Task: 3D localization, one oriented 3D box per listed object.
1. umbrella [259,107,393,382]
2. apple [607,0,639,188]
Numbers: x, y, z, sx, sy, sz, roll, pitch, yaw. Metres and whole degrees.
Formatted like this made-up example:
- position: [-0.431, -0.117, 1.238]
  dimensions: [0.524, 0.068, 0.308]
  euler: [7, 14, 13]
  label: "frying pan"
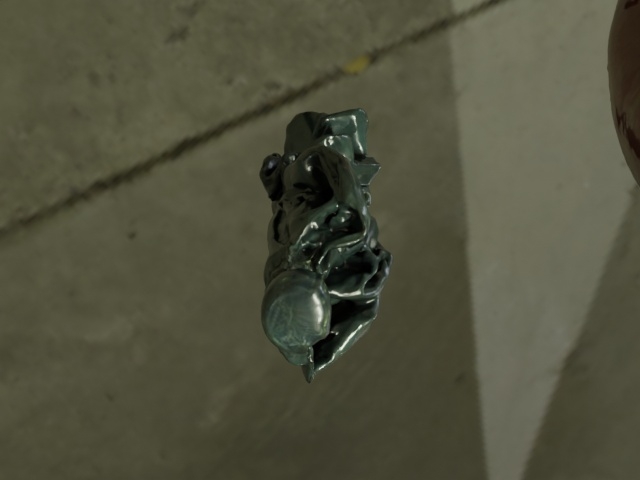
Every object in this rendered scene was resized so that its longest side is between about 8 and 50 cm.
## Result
- position: [0.003, 0.002, 1.120]
  dimensions: [0.094, 0.349, 0.143]
  euler: [-12, 104, 5]
  label: "umbrella"
- position: [0.295, -0.100, 0.800]
  dimensions: [0.235, 0.305, 0.305]
  euler: [16, 118, -21]
  label: "apple"
